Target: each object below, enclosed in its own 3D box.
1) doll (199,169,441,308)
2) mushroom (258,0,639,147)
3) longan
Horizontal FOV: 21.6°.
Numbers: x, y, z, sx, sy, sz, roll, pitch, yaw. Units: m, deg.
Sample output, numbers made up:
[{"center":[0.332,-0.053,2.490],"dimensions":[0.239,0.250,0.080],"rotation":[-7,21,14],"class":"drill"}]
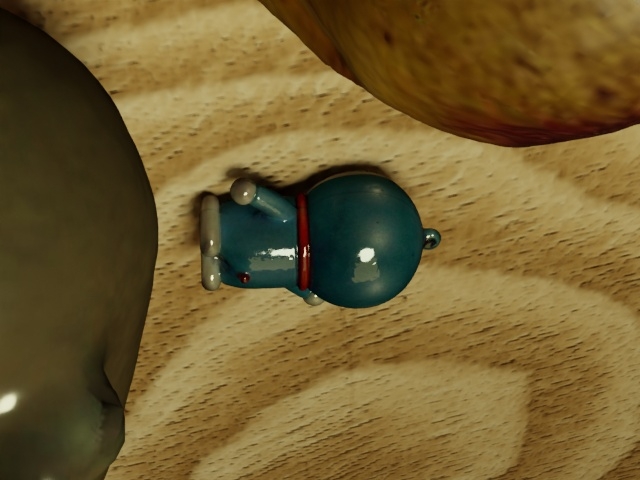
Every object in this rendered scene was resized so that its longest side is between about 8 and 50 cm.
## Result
[{"center":[0.000,0.000,1.044],"dimensions":[0.151,0.086,0.114],"rotation":[-2,140,-2],"class":"doll"},{"center":[0.089,-0.185,0.543],"dimensions":[0.345,0.345,0.259],"rotation":[-28,145,23],"class":"mushroom"},{"center":[-0.193,0.024,0.792],"dimensions":[0.243,0.300,0.300],"rotation":[-34,163,-30],"class":"longan"}]
